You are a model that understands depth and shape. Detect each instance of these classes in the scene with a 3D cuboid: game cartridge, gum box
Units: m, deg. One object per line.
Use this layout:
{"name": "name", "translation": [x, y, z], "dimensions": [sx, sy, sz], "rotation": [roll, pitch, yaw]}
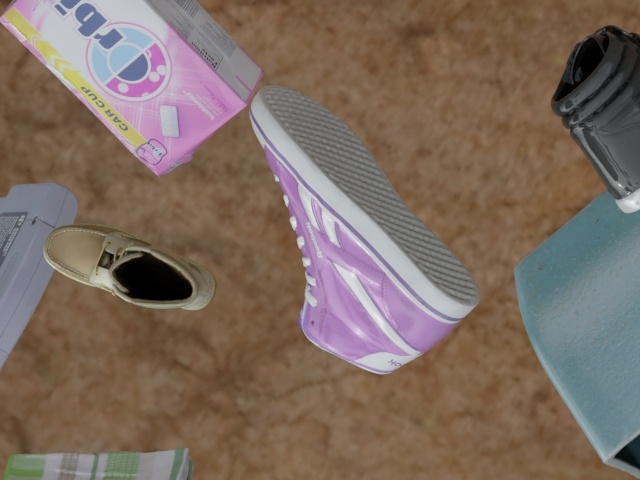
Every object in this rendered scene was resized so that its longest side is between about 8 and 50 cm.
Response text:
{"name": "game cartridge", "translation": [-0.431, 0.061, 2.178], "dimensions": [0.062, 0.297, 0.198], "rotation": [35, 162, -33]}
{"name": "gum box", "translation": [-0.143, -0.149, 1.280], "dimensions": [0.107, 0.062, 0.188], "rotation": [-35, 109, 30]}

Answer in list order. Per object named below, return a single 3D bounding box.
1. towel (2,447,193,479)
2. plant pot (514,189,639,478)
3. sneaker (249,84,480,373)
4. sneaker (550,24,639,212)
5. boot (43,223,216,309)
{"name": "towel", "translation": [-0.181, 0.201, 1.277], "dimensions": [0.152, 0.113, 0.023], "rotation": [-1, 119, 4]}
{"name": "plant pot", "translation": [0.360, 0.090, 1.845], "dimensions": [0.247, 0.248, 0.252], "rotation": [-41, 67, 8]}
{"name": "sneaker", "translation": [0.000, 0.000, 1.503], "dimensions": [0.161, 0.102, 0.282], "rotation": [-44, 78, 33]}
{"name": "sneaker", "translation": [0.333, -0.172, 1.562], "dimensions": [0.147, 0.296, 0.104], "rotation": [48, 150, -8]}
{"name": "boot", "translation": [-0.232, 0.029, 1.880], "dimensions": [0.213, 0.165, 0.077], "rotation": [18, 90, 4]}
